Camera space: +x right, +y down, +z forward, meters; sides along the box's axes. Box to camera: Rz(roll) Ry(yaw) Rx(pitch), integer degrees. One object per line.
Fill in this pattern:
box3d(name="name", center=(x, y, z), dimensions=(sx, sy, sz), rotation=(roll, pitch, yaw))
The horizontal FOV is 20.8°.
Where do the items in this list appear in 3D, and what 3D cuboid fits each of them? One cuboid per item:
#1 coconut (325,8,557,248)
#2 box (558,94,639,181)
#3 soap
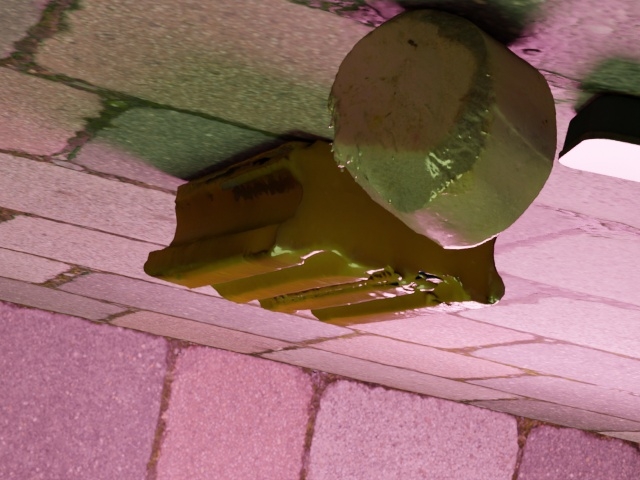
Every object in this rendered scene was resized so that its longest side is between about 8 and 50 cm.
box3d(name="coconut", center=(0.071, -0.060, 0.960), dimensions=(0.116, 0.116, 0.122), rotation=(4, 164, 36))
box3d(name="box", center=(0.214, -0.056, 1.061), dimensions=(0.126, 0.031, 0.091), rotation=(11, 170, -4))
box3d(name="soap", center=(0.000, 0.000, 1.431), dimensions=(0.204, 0.096, 0.324), rotation=(14, 169, -21))
